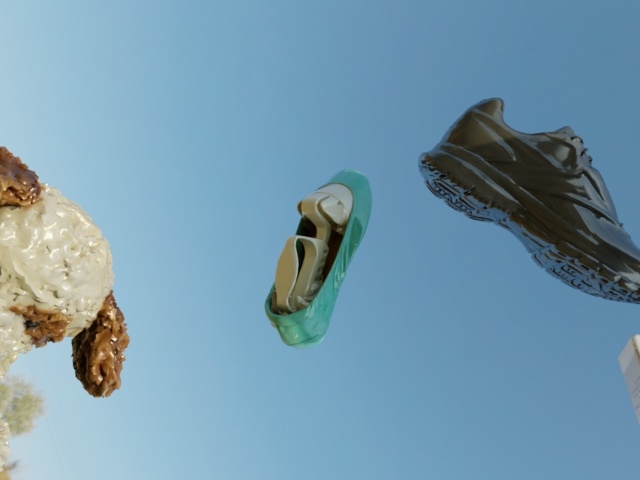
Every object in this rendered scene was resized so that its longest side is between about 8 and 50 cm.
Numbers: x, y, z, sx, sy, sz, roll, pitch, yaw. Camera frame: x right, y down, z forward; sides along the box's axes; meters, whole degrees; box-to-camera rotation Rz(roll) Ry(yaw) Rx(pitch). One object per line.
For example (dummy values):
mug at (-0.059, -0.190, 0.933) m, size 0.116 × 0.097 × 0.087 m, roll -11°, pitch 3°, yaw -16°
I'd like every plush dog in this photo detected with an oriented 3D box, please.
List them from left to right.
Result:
plush dog at (-0.266, 0.038, 0.365) m, size 0.210 × 0.225 × 0.262 m, roll -107°, pitch 178°, yaw -50°

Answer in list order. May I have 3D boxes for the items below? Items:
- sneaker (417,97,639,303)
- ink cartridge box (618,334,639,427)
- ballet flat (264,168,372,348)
sneaker at (0.247, -0.042, 0.505) m, size 0.286 × 0.109 × 0.130 m, roll 37°, pitch -94°, yaw 2°
ink cartridge box at (0.508, 0.224, 0.504) m, size 0.296 × 0.261 × 0.066 m, roll 0°, pitch -43°, yaw 10°
ballet flat at (0.000, 0.000, 0.572) m, size 0.083 × 0.087 × 0.247 m, roll 4°, pitch -117°, yaw 29°
